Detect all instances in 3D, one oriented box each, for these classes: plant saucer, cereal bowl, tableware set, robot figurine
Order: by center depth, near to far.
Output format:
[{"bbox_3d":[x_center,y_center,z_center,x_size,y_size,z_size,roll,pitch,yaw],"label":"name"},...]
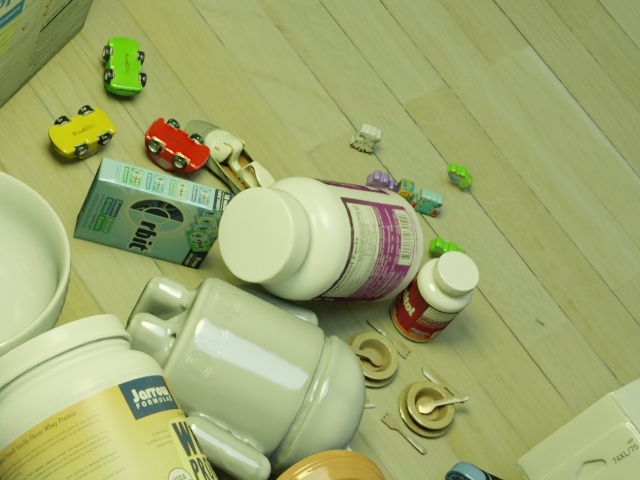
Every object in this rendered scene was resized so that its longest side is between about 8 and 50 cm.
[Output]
[{"bbox_3d":[-0.481,0.061,1.691,0.339,0.141,0.339,9,45,-9],"label":"cereal bowl"},{"bbox_3d":[0.006,0.360,1.725,0.200,0.200,0.037,-8,25,-28],"label":"plant saucer"},{"bbox_3d":[-0.091,0.181,1.777,0.353,0.200,0.300,26,46,-8],"label":"robot figurine"},{"bbox_3d":[0.117,0.200,1.960,0.194,0.039,0.128,40,53,4],"label":"tableware set"}]

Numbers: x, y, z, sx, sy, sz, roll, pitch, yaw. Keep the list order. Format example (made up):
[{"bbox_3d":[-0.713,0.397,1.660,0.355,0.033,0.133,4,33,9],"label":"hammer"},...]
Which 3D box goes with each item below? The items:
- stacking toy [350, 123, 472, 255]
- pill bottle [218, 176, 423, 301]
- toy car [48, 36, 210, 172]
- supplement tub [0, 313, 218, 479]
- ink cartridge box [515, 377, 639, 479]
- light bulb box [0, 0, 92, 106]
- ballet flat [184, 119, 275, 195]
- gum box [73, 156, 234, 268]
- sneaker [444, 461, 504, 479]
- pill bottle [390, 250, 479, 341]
[{"bbox_3d":[0.132,-0.070,2.133,0.221,0.052,0.167,22,55,-13],"label":"stacking toy"},{"bbox_3d":[0.000,0.000,1.885,0.301,0.169,0.169,5,54,-54],"label":"pill bottle"},{"bbox_3d":[-0.288,-0.198,2.018,0.239,0.053,0.225,6,58,-22],"label":"toy car"},{"bbox_3d":[-0.251,0.268,1.587,0.228,0.228,0.316,-21,75,-33],"label":"supplement tub"},{"bbox_3d":[0.454,0.308,1.902,0.270,0.198,0.197,-13,65,-49],"label":"ink cartridge box"},{"bbox_3d":[-0.462,-0.364,1.848,0.225,0.361,0.358,35,52,-1],"label":"light bulb box"},{"bbox_3d":[-0.119,-0.113,2.031,0.072,0.068,0.213,-32,76,-36],"label":"ballet flat"},{"bbox_3d":[-0.230,-0.034,1.875,0.184,0.157,0.041,15,56,-16],"label":"gum box"},{"bbox_3d":[0.275,0.381,1.900,0.232,0.081,0.090,45,49,-1],"label":"sneaker"},{"bbox_3d":[0.168,0.079,1.988,0.086,0.152,0.086,12,56,-18],"label":"pill bottle"}]
